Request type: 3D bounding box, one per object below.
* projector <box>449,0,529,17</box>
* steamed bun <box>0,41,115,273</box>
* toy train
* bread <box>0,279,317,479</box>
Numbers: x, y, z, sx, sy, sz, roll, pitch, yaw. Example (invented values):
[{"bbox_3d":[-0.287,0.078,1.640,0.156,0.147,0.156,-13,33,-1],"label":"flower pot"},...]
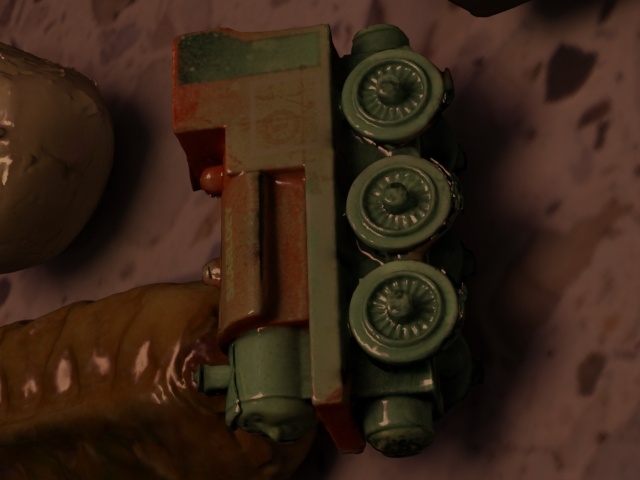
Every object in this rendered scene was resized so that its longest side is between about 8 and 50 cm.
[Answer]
[{"bbox_3d":[0.138,-0.209,0.712,0.269,0.088,0.193,-23,56,41],"label":"projector"},{"bbox_3d":[-0.154,-0.038,0.973,0.130,0.091,0.112,17,89,53],"label":"steamed bun"},{"bbox_3d":[0.000,0.000,0.757,0.118,0.074,0.176,-5,65,10],"label":"toy train"},{"bbox_3d":[-0.104,0.081,0.865,0.269,0.087,0.098,-17,58,44],"label":"bread"}]
